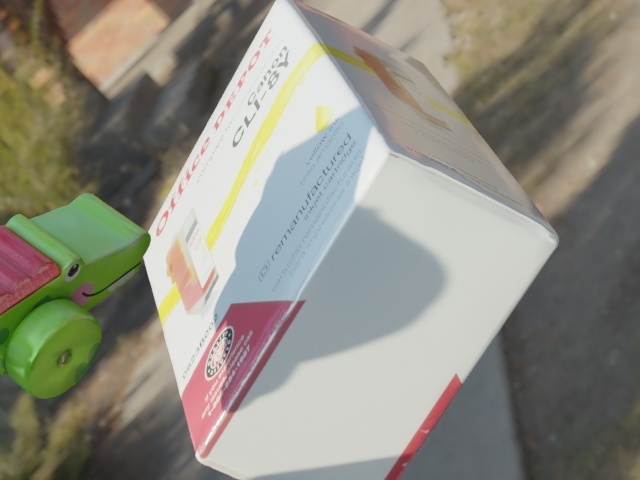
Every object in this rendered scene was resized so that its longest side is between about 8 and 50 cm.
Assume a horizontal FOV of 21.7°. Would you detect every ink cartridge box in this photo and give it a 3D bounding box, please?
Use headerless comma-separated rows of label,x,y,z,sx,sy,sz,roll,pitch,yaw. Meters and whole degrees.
ink cartridge box,0.000,0.000,1.358,0.279,0.160,0.384,-59,23,15

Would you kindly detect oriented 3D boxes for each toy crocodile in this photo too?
toy crocodile,-0.250,0.066,1.061,0.340,0.115,0.105,-34,-33,-31
